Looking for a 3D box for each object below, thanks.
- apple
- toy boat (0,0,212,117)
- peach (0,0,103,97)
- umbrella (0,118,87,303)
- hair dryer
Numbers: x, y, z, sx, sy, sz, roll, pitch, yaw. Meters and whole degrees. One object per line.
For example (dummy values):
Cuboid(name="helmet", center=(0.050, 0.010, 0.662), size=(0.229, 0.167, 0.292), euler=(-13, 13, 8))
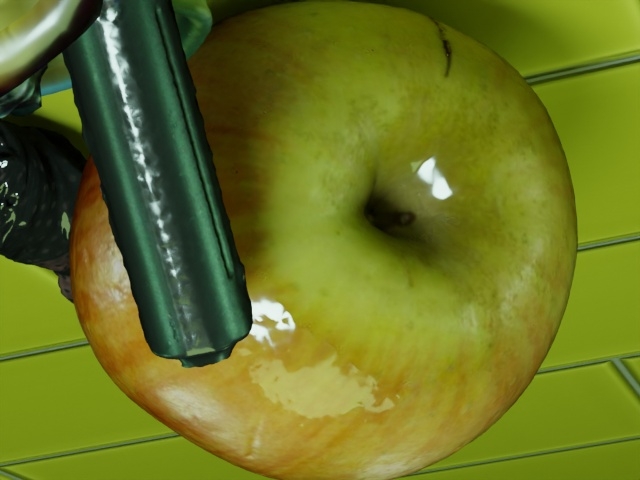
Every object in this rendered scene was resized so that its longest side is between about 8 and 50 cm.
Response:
Cuboid(name="apple", center=(0.000, 0.000, 1.076), size=(0.286, 0.286, 0.233), euler=(4, 165, -23))
Cuboid(name="toy boat", center=(-0.197, -0.086, 0.976), size=(0.331, 0.133, 0.145), euler=(-15, 157, 25))
Cuboid(name="peach", center=(-0.211, -0.157, 0.473), size=(0.416, 0.353, 0.339), euler=(11, -174, 24))
Cuboid(name="umbrella", center=(-0.149, -0.002, 1.282), size=(0.094, 0.090, 0.326), euler=(-16, 158, 19))
Cuboid(name="hair dryer", center=(-0.132, -0.072, 0.847), size=(0.244, 0.302, 0.116), euler=(-9, -162, 13))
